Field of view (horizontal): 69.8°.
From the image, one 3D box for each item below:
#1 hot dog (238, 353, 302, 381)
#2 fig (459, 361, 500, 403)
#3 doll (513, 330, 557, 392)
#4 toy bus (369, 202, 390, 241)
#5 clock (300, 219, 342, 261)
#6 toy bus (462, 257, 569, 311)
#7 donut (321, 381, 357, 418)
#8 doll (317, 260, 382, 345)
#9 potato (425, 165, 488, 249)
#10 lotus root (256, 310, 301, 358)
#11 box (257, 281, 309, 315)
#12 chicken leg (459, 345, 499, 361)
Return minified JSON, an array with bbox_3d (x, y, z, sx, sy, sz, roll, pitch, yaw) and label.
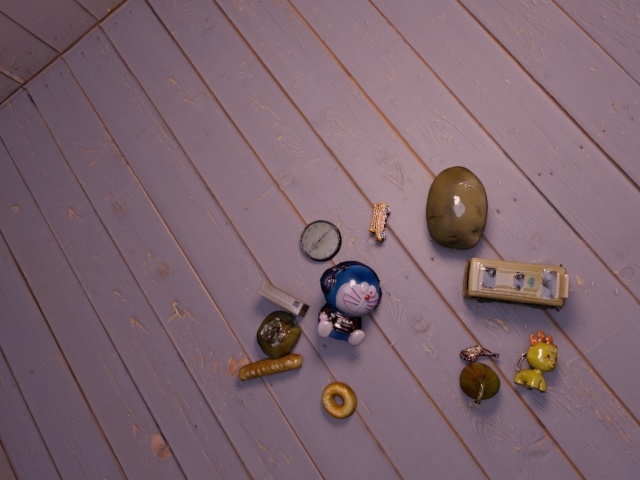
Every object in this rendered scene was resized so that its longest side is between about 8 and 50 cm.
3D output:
[{"bbox_3d":[-0.215,0.533,1.936,0.286,0.088,0.061,-19,115,6],"label":"hot dog"},{"bbox_3d":[0.591,0.526,1.717,0.148,0.186,0.142,-40,59,-4],"label":"fig"},{"bbox_3d":[0.819,0.454,1.721,0.143,0.135,0.221,23,80,-18],"label":"doll"},{"bbox_3d":[0.250,-0.074,1.938,0.074,0.069,0.162,9,82,14],"label":"toy bus"},{"bbox_3d":[0.000,0.000,1.995,0.184,0.040,0.184,-2,82,12],"label":"clock"},{"bbox_3d":[0.737,0.163,1.731,0.365,0.202,0.177,5,82,12],"label":"toy bus"},{"bbox_3d":[0.074,0.655,1.873,0.152,0.058,0.152,-2,79,14],"label":"donut"},{"bbox_3d":[0.111,0.234,1.844,0.284,0.240,0.310,16,101,-26],"label":"doll"},{"bbox_3d":[0.534,-0.131,1.800,0.221,0.243,0.326,7,88,-11],"label":"potato"},{"bbox_3d":[-0.185,0.386,1.932,0.183,0.078,0.203,23,70,20],"label":"lotus root"},{"bbox_3d":[-0.154,0.250,1.939,0.201,0.141,0.058,28,83,13],"label":"box"},{"bbox_3d":[0.618,0.442,1.792,0.145,0.037,0.062,-12,44,9],"label":"chicken leg"}]
